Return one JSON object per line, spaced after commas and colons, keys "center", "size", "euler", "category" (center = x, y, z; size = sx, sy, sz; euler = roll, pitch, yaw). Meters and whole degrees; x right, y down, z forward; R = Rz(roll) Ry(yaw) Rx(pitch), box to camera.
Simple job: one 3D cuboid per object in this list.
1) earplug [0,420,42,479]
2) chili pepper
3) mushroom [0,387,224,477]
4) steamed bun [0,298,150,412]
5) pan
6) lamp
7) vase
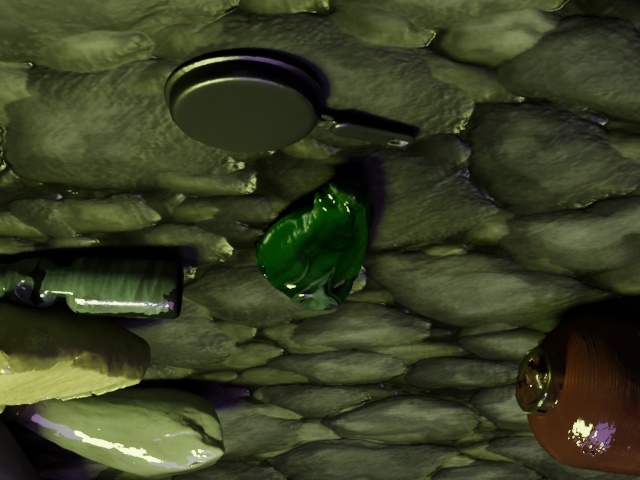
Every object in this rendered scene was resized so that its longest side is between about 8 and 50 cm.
{"center": [-0.422, 0.319, 2.141], "size": [0.215, 0.215, 0.456], "euler": [0, 158, -3], "category": "earplug"}
{"center": [0.000, -0.002, 1.710], "size": [0.108, 0.062, 0.216], "euler": [4, 152, -10], "category": "chili pepper"}
{"center": [-0.249, 0.215, 2.104], "size": [0.270, 0.103, 0.118], "euler": [10, 153, -10], "category": "mushroom"}
{"center": [-0.322, 0.116, 1.874], "size": [0.212, 0.110, 0.231], "euler": [-18, 164, 26], "category": "steamed bun"}
{"center": [-0.020, -0.103, 1.537], "size": [0.235, 0.028, 0.136], "euler": [13, 151, -26], "category": "pan"}
{"center": [0.325, 0.165, 1.958], "size": [0.258, 0.180, 0.180], "euler": [12, 151, -22], "category": "lamp"}
{"center": [-0.244, 0.044, 1.797], "size": [0.211, 0.060, 0.060], "euler": [3, 154, 3], "category": "vase"}
